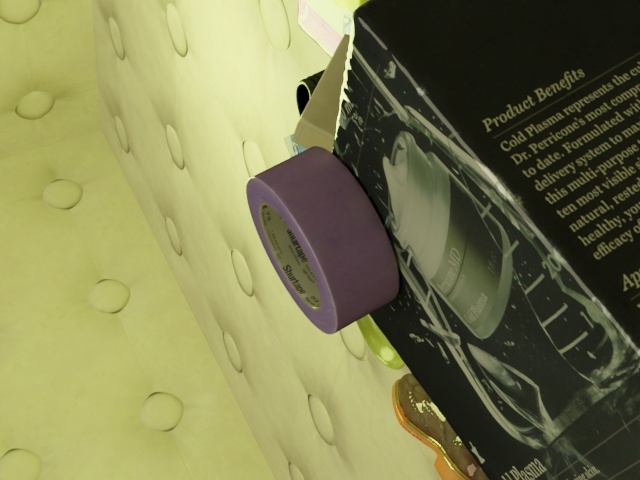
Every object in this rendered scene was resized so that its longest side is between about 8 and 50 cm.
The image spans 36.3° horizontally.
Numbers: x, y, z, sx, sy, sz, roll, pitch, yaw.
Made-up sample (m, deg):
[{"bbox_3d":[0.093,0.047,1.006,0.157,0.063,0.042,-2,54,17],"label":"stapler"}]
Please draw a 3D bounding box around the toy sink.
[{"bbox_3d":[0.097,-0.173,1.468,0.234,0.153,0.131,27,167,-1],"label":"toy sink"}]

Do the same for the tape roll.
[{"bbox_3d":[0.000,0.000,1.046,0.189,0.080,0.189,53,162,26],"label":"tape roll"}]

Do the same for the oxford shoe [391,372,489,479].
[{"bbox_3d":[0.242,0.321,1.763,0.133,0.130,0.364,-67,28,14],"label":"oxford shoe"}]

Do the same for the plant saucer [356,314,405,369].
[{"bbox_3d":[0.126,0.139,1.949,0.241,0.037,0.241,51,152,42],"label":"plant saucer"}]

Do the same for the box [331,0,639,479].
[{"bbox_3d":[0.255,0.016,0.982,0.472,0.297,0.480,55,162,20],"label":"box"}]

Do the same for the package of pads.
[{"bbox_3d":[0.054,-0.419,1.541,0.229,0.101,0.296,52,152,37],"label":"package of pads"}]

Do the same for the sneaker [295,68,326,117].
[{"bbox_3d":[0.057,-0.180,1.681,0.296,0.147,0.104,60,155,22],"label":"sneaker"}]

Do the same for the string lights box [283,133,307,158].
[{"bbox_3d":[0.020,-0.164,1.883,0.259,0.077,0.133,-6,102,69],"label":"string lights box"}]
